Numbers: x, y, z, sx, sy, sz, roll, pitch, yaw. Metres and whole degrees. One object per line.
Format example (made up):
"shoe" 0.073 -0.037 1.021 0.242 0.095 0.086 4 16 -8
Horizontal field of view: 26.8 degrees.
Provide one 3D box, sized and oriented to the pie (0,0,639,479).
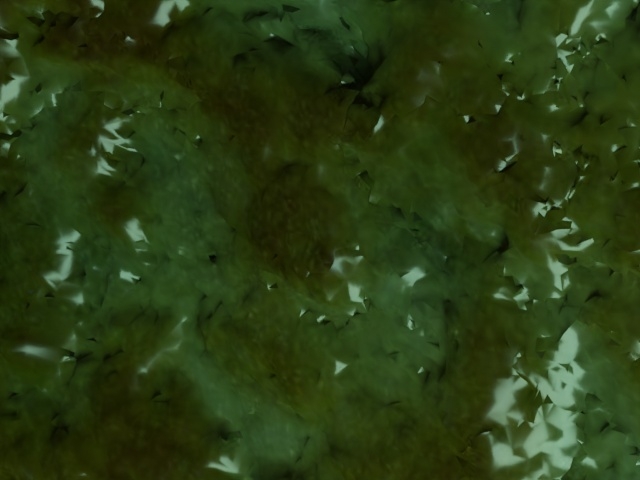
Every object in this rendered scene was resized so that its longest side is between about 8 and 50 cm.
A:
"pie" 0.000 0.000 0.396 0.371 0.078 0.296 24 114 15
